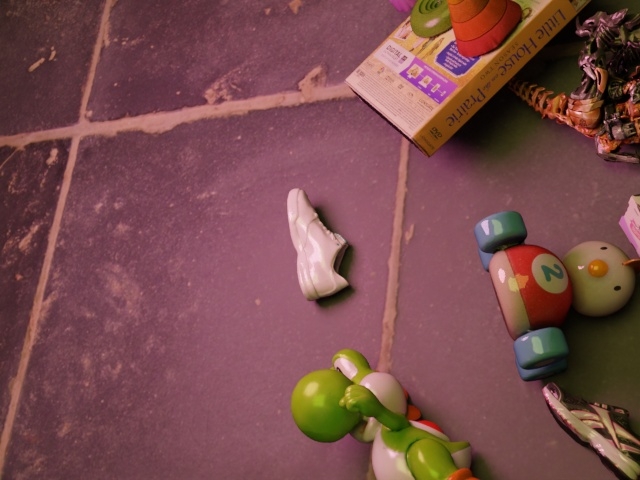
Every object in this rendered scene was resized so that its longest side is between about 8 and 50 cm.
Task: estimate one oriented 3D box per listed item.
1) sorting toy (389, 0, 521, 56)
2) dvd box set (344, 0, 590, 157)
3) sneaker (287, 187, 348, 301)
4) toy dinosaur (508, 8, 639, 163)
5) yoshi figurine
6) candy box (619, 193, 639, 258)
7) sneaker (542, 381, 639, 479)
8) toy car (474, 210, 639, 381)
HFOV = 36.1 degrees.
[{"bbox_3d":[0.189,-0.425,1.663,0.127,0.126,0.365,-47,34,2],"label":"sorting toy"},{"bbox_3d":[0.257,-0.358,1.688,0.420,0.062,0.307,-45,34,4],"label":"dvd box set"},{"bbox_3d":[0.000,0.000,1.726,0.094,0.080,0.212,-16,67,9],"label":"sneaker"},{"bbox_3d":[0.448,-0.235,1.538,0.322,0.164,0.218,15,90,16],"label":"toy dinosaur"},{"bbox_3d":[0.077,0.307,1.448,0.203,0.203,0.362,-46,48,5],"label":"yoshi figurine"},{"bbox_3d":[0.545,-0.002,1.362,0.196,0.070,0.164,-13,58,-10],"label":"candy box"},{"bbox_3d":[0.397,0.259,1.389,0.077,0.072,0.178,-42,62,-9],"label":"sneaker"},{"bbox_3d":[0.370,0.058,1.419,0.238,0.210,0.219,-18,70,7],"label":"toy car"}]
